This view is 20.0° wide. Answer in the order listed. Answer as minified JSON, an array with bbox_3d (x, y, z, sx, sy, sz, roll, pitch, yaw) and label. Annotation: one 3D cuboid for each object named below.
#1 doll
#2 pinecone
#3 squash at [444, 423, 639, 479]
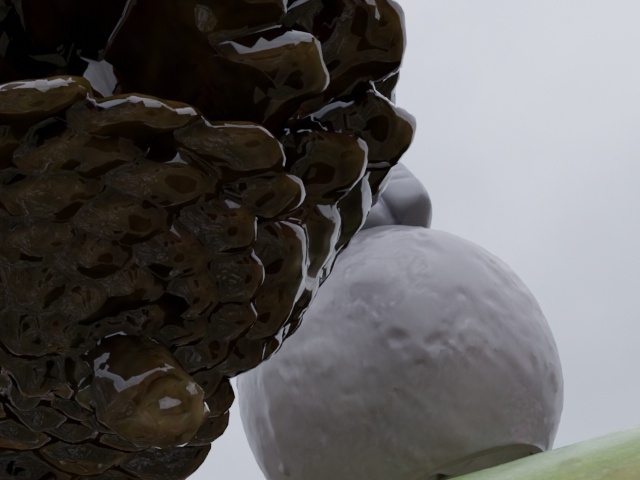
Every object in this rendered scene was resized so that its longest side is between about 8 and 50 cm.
[{"bbox_3d":[0.000,0.000,0.835,0.151,0.287,0.151,-21,-31,-13],"label":"doll"},{"bbox_3d":[-0.062,-0.041,0.475,0.169,0.212,0.185,36,-53,-17],"label":"pinecone"},{"bbox_3d":[0.087,0.108,0.596,0.188,0.095,0.095,-20,-29,3],"label":"squash"}]
